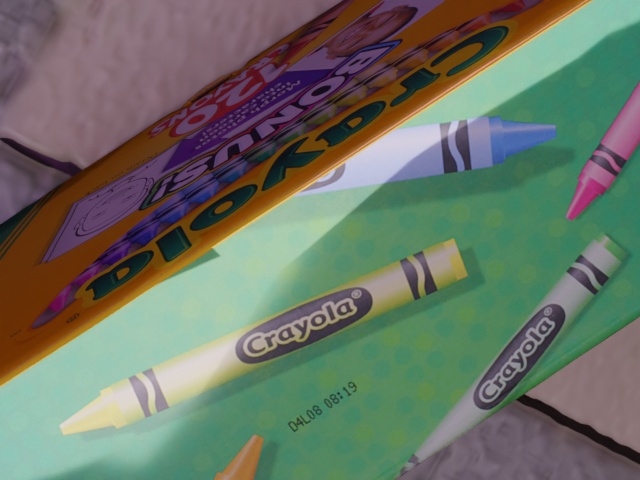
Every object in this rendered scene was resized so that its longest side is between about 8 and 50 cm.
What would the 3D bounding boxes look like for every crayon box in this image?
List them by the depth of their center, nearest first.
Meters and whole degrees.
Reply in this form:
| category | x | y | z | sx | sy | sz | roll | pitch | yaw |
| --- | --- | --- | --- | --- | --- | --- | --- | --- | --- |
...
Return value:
| category | x | y | z | sx | sy | sz | roll | pitch | yaw |
| --- | --- | --- | --- | --- | --- | --- | --- | --- | --- |
| crayon box | 0.000 | 0.000 | 0.513 | 0.278 | 0.165 | 0.081 | -33 | 107 | -3 |
